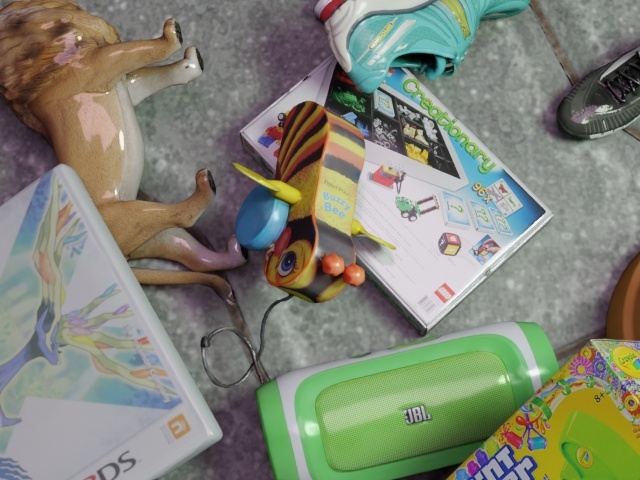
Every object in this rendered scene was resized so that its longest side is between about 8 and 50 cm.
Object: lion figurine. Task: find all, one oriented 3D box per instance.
[{"bbox_3d":[-0.233,-0.095,1.217,0.240,0.142,0.392,-15,78,8],"label":"lion figurine"}]

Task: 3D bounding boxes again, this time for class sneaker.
[{"bbox_3d":[0.372,-0.194,1.265,0.234,0.106,0.078,-26,74,-8],"label":"sneaker"},{"bbox_3d":[0.056,-0.286,1.325,0.118,0.042,0.067,-41,73,-4],"label":"sneaker"},{"bbox_3d":[0.127,-0.235,1.261,0.275,0.107,0.109,-22,87,-28],"label":"sneaker"}]

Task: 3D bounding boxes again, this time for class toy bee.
[{"bbox_3d":[0.000,0.000,1.128,0.195,0.162,0.298,1,88,-37],"label":"toy bee"}]

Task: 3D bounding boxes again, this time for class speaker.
[{"bbox_3d":[0.089,0.169,1.142,0.297,0.131,0.131,-13,73,-4],"label":"speaker"}]

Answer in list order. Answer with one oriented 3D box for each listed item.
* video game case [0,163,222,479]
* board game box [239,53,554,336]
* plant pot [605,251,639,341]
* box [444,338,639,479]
[{"bbox_3d":[-0.300,0.136,1.128,0.300,0.036,0.329,-34,73,7],"label":"video game case"},{"bbox_3d":[0.082,-0.068,1.252,0.193,0.053,0.305,-41,77,-11],"label":"board game box"},{"bbox_3d":[0.457,0.082,1.130,0.291,0.203,0.290,0,72,-1],"label":"plant pot"},{"bbox_3d":[0.262,0.284,0.974,0.290,0.177,0.279,-51,53,27],"label":"box"}]
